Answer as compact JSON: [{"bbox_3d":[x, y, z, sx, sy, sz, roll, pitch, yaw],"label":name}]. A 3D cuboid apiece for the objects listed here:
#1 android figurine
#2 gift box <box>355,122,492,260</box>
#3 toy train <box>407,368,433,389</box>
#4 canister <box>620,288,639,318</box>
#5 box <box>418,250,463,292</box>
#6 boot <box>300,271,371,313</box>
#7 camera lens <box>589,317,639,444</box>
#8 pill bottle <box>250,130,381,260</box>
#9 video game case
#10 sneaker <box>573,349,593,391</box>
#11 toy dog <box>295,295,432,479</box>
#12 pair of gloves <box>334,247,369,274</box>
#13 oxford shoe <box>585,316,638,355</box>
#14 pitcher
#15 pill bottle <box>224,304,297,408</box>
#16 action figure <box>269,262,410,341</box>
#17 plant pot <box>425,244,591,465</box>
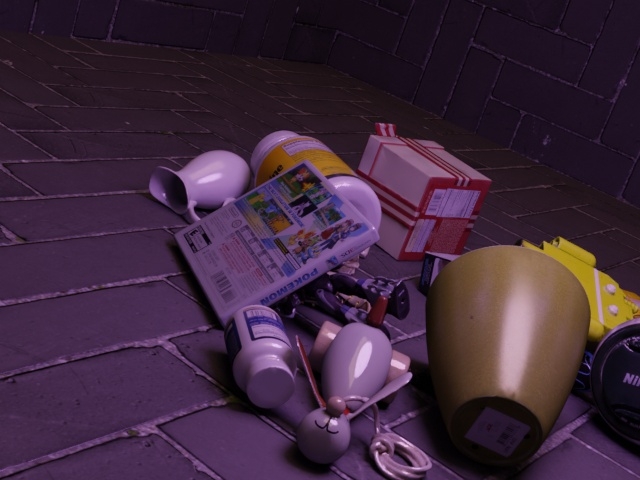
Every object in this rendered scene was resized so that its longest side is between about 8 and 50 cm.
[{"bbox_3d":[0.483,0.097,1.797,0.272,0.056,0.248,27,36,-6],"label":"android figurine"},{"bbox_3d":[0.203,-0.116,2.254,0.276,0.255,0.258,7,24,-43],"label":"gift box"},{"bbox_3d":[0.129,0.221,1.586,0.158,0.027,0.036,13,9,-16],"label":"toy train"},{"bbox_3d":[0.725,0.176,2.225,0.126,0.073,0.170,15,18,-14],"label":"canister"},{"bbox_3d":[0.355,0.098,1.947,0.169,0.087,0.290,6,8,-34],"label":"box"},{"bbox_3d":[0.037,0.111,1.729,0.165,0.077,0.213,17,18,-1],"label":"boot"},{"bbox_3d":[0.624,0.244,1.686,0.274,0.219,0.219,4,23,-48],"label":"camera lens"},{"bbox_3d":[-0.025,-0.103,1.983,0.188,0.188,0.334,8,23,-30],"label":"pill bottle"},{"bbox_3d":[-0.090,-0.005,1.696,0.300,0.036,0.329,-30,33,-7],"label":"video game case"},{"bbox_3d":[0.423,0.221,1.802,0.090,0.081,0.232,-1,20,-39],"label":"sneaker"},{"bbox_3d":[0.056,0.187,1.394,0.220,0.161,0.334,14,19,-14],"label":"toy dog"},{"bbox_3d":[0.000,0.000,2.054,0.204,0.042,0.240,22,20,8],"label":"pair of gloves"},{"bbox_3d":[0.693,0.247,1.924,0.348,0.130,0.123,19,-3,15],"label":"oxford shoe"},{"bbox_3d":[-0.232,-0.104,2.028,0.207,0.125,0.178,-21,63,-47],"label":"pitcher"},{"bbox_3d":[-0.087,0.172,1.403,0.094,0.094,0.169,13,20,-18],"label":"pill bottle"},{"bbox_3d":[0.016,0.081,1.635,0.285,0.185,0.099,22,-25,36],"label":"action figure"},{"bbox_3d":[0.284,0.199,1.489,0.274,0.275,0.293,20,33,1],"label":"plant pot"}]
